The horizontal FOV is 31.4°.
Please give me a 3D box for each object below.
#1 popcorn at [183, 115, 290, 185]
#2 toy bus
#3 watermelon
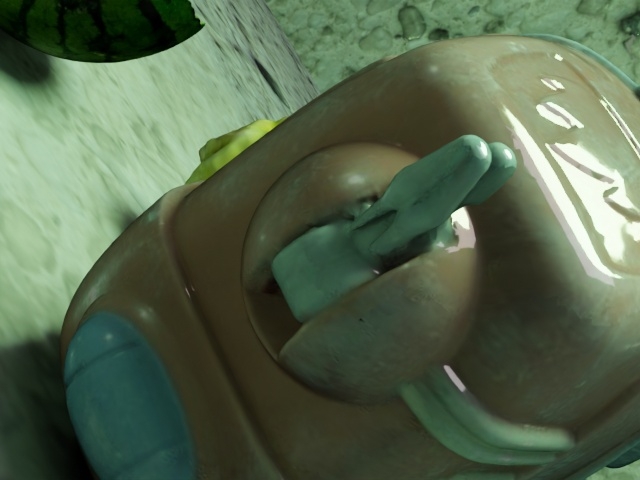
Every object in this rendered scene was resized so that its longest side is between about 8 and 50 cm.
[{"bbox_3d":[0.000,0.001,0.716,0.167,0.188,0.185,53,-12,44],"label":"popcorn"},{"bbox_3d":[0.018,0.038,0.477,0.232,0.294,0.197,2,58,-59],"label":"toy bus"},{"bbox_3d":[-0.167,-0.190,0.697,0.204,0.127,0.232,54,7,-24],"label":"watermelon"}]
